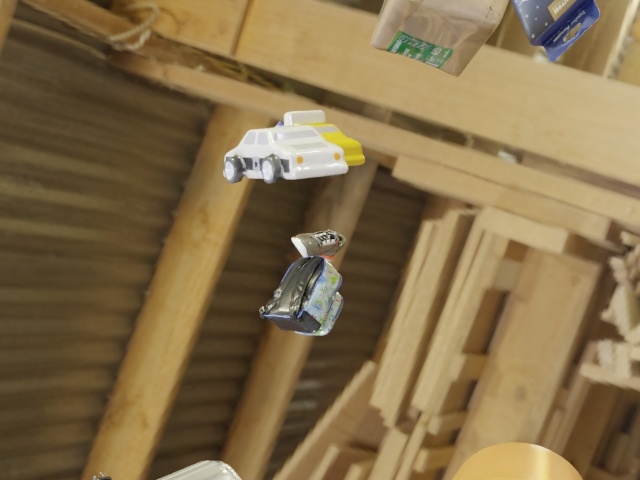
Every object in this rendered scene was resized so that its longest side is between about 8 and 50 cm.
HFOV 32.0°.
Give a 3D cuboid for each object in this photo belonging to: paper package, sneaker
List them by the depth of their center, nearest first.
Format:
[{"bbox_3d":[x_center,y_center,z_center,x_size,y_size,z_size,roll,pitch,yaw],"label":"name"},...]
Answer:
[{"bbox_3d":[0.213,-0.444,1.717,0.325,0.168,0.310,133,157,-83],"label":"paper package"},{"bbox_3d":[0.000,0.000,2.087,0.065,0.061,0.158,-40,-14,17],"label":"sneaker"}]

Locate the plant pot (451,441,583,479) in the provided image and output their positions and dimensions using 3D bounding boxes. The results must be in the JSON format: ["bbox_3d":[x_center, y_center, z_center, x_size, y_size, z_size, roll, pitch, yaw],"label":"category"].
[{"bbox_3d":[0.274,0.420,1.567,0.203,0.290,0.291,-62,-19,-61],"label":"plant pot"}]

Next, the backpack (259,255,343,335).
[{"bbox_3d":[-0.018,0.086,1.699,0.084,0.105,0.114,41,-116,-33],"label":"backpack"}]

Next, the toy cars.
[{"bbox_3d":[-0.035,-0.131,1.513,0.393,0.176,0.087,-42,-52,-79],"label":"toy cars"}]

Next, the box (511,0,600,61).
[{"bbox_3d":[0.387,-0.434,1.914,0.036,0.225,0.136,-2,-28,-35],"label":"box"}]

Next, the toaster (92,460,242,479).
[{"bbox_3d":[-0.123,0.308,1.068,0.129,0.227,0.146,-42,-13,26],"label":"toaster"}]
